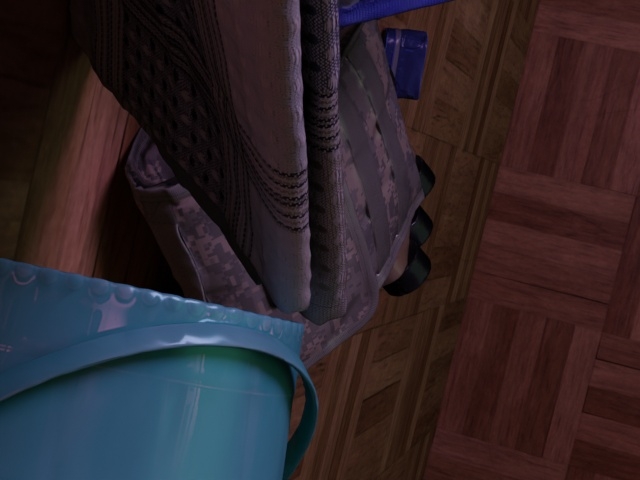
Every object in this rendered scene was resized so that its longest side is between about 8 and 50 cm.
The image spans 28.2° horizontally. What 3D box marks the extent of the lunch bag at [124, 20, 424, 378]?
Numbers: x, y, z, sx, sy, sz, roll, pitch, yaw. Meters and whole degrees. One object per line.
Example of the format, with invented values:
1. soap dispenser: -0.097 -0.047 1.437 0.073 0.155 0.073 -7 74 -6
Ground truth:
1. lunch bag: -0.035 -0.037 1.085 0.287 0.169 0.235 -61 144 -41

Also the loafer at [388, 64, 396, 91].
1. loafer: 0.020 -0.192 1.417 0.223 0.076 0.078 -11 78 -67

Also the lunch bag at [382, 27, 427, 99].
1. lunch bag: 0.103 -0.231 1.682 0.067 0.065 0.098 -81 179 -71

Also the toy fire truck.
1. toy fire truck: 0.000 0.000 1.396 0.158 0.246 0.217 49 31 -32

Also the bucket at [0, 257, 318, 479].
1. bucket: -0.141 0.110 0.718 0.281 0.281 0.183 25 76 -75

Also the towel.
1. towel: -0.088 -0.132 0.699 0.056 0.312 0.324 -29 145 -19

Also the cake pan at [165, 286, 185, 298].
1. cake pan: -0.135 0.171 1.191 0.293 0.054 0.293 14 90 -75

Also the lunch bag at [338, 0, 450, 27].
1. lunch bag: 0.032 -0.400 0.882 0.328 0.239 0.385 86 -9 -54
